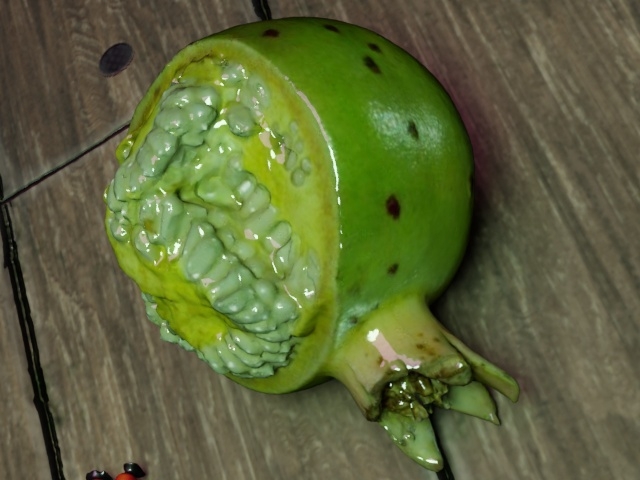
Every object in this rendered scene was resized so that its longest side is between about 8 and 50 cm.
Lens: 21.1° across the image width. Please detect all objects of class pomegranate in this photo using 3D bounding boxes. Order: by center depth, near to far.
[{"bbox_3d":[0.000,0.000,1.157,0.260,0.260,0.340,-39,78,3],"label":"pomegranate"}]

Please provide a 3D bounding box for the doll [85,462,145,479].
[{"bbox_3d":[-0.156,0.234,1.199,0.109,0.057,0.169,-13,54,21],"label":"doll"}]
